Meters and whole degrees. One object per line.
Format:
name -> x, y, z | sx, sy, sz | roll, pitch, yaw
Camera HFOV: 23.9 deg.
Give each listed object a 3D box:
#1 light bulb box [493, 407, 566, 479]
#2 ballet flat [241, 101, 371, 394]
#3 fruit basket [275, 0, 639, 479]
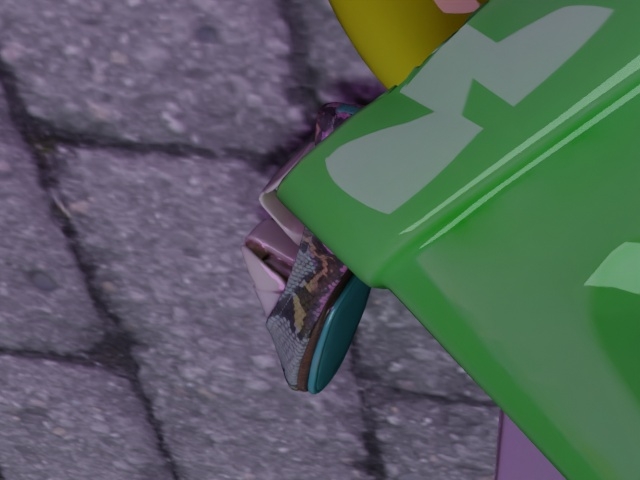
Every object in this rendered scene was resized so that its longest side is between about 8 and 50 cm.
light bulb box -> 0.253, 0.192, 0.747 | 0.225, 0.357, 0.361 | -13, 138, 30
ballet flat -> 0.000, 0.000, 0.817 | 0.079, 0.077, 0.221 | 30, 142, 7
fruit basket -> 0.143, -0.087, 0.465 | 0.392, 0.392, 0.283 | 34, 126, -29
